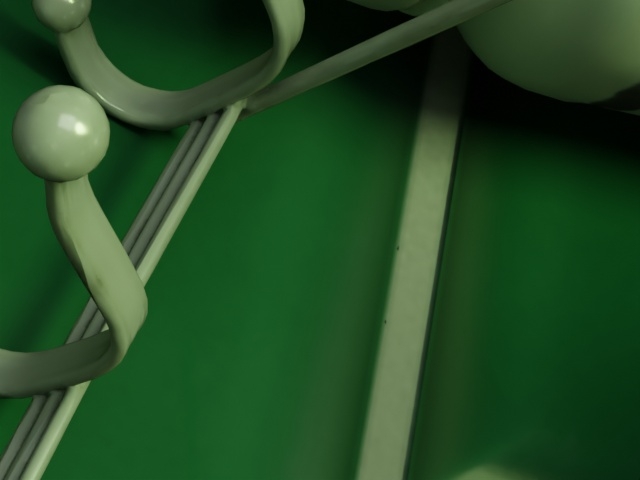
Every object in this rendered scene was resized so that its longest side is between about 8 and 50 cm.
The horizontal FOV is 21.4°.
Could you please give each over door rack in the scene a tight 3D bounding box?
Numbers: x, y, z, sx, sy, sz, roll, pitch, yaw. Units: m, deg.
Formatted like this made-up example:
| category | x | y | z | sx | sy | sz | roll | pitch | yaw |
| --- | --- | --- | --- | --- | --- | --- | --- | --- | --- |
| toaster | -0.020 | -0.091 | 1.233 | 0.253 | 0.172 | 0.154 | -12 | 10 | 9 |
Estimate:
| category | x | y | z | sx | sy | sz | roll | pitch | yaw |
| --- | --- | --- | --- | --- | --- | --- | --- | --- | --- |
| over door rack | 0.000 | 0.000 | 0.369 | 0.108 | 0.324 | 0.239 | 49 | 51 | -34 |

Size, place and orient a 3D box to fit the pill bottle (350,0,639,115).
| category | x | y | z | sx | sy | sz | roll | pitch | yaw |
| --- | --- | --- | --- | --- | --- | --- | --- | --- | --- |
| pill bottle | 0.163 | -0.133 | 0.566 | 0.361 | 0.204 | 0.204 | 10 | 62 | -20 |
